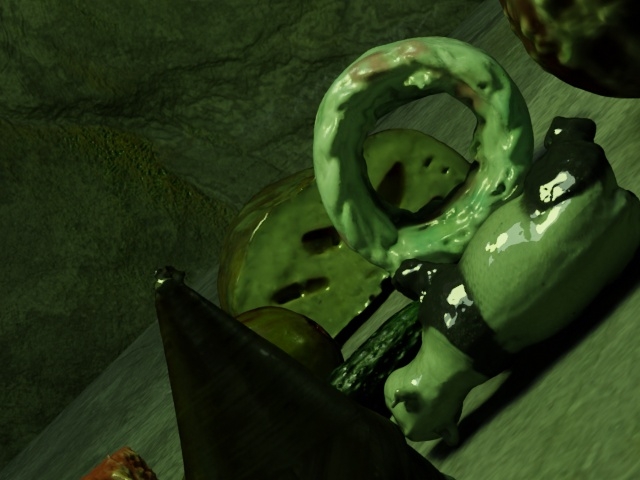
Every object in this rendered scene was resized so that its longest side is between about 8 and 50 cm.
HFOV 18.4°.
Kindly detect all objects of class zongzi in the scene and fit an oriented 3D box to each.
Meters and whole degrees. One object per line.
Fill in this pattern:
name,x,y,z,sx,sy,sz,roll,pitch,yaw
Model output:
zongzi,-0.036,0.140,0.821,0.221,0.242,0.112,-37,17,41

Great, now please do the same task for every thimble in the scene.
thimble,0.084,-0.070,1.683,0.149,0.185,0.211,-74,-7,-80

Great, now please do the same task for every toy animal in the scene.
toy animal,0.115,0.034,1.226,0.225,0.094,0.121,-44,16,12

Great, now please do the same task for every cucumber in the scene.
cucumber,0.028,0.114,1.432,0.058,0.052,0.214,0,43,54

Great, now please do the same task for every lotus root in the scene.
lotus root,0.007,-0.009,1.933,0.267,0.149,0.260,-44,7,-3

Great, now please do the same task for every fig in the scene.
fig,-0.070,0.161,1.590,0.236,0.124,0.124,-58,4,11

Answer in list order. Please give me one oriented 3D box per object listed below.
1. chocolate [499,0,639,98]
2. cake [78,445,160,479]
chocolate,0.256,-0.232,1.379,0.340,0.225,0.210,-42,16,35
cake,-0.195,0.279,1.465,0.283,0.151,0.177,-43,-5,27
